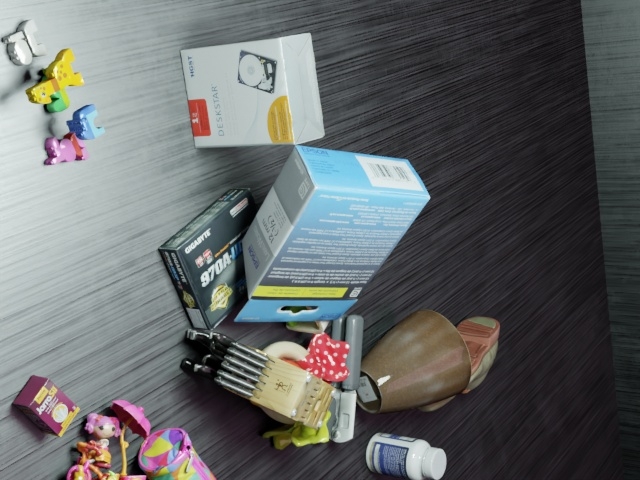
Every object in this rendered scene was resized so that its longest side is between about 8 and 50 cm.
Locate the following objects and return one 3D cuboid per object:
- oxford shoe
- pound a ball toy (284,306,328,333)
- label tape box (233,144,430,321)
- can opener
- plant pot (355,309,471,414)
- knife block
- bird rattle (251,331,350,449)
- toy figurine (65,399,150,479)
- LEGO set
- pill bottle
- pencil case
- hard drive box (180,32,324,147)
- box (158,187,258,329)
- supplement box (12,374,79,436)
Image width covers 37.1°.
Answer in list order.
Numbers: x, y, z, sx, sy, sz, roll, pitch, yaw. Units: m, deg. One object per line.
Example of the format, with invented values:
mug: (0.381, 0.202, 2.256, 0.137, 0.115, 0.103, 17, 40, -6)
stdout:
oxford shoe: (0.354, 0.341, 2.414, 0.397, 0.140, 0.146, -33, 125, -45)
pound a ball toy: (0.042, 0.058, 1.978, 0.319, 0.136, 0.208, -57, 133, -34)
label tape box: (0.000, 0.000, 1.720, 0.249, 0.347, 0.115, 3, 47, -35)
can opener: (0.043, 0.296, 2.041, 0.093, 0.074, 0.280, 18, 77, -52)
plant pot: (0.183, 0.295, 2.149, 0.230, 0.215, 0.215, -22, 109, -35)
knife block: (-0.120, 0.247, 1.741, 0.088, 0.242, 0.275, -65, 157, -9)
bird rattle: (-0.041, 0.282, 1.894, 0.207, 0.143, 0.253, 35, 60, -30)
toy figurine: (-0.339, 0.336, 1.530, 0.173, 0.130, 0.159, 14, 65, -28)
LEGO set: (-0.401, -0.207, 1.413, 0.093, 0.087, 0.227, -43, 123, -44)
pill bottle: (0.197, 0.498, 2.178, 0.094, 0.169, 0.094, -4, 95, -53)
pencil case: (-0.229, 0.430, 1.658, 0.104, 0.104, 0.236, -54, 134, -37)
hard drive box: (-0.120, -0.258, 1.665, 0.089, 0.232, 0.181, -23, 109, -50)
box: (-0.181, 0.031, 1.747, 0.220, 0.051, 0.175, -44, 125, -42)
supplement box: (-0.416, 0.252, 1.449, 0.083, 0.043, 0.055, 57, 51, -37)
